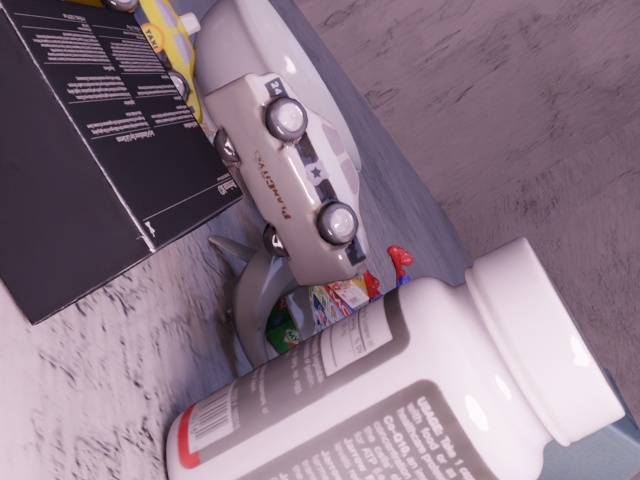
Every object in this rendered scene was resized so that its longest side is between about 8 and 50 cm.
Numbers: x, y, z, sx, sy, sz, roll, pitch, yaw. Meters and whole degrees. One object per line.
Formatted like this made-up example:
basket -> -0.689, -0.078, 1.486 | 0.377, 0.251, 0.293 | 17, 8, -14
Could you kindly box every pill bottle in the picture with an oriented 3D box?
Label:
pill bottle -> 0.051, 0.126, 0.673 | 0.161, 0.283, 0.161 | 55, 13, -19

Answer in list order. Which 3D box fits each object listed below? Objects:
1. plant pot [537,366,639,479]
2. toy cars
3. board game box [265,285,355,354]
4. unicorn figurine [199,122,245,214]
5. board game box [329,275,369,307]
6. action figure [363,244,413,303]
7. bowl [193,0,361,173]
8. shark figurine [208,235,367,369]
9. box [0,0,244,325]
plant pot -> 0.257, 0.248, 1.367 | 0.252, 0.248, 0.247 | 38, 17, -12
toy cars -> -0.086, -0.121, 0.861 | 0.393, 0.087, 0.176 | 40, -36, 23
board game box -> 0.045, 0.167, 1.132 | 0.317, 0.046, 0.213 | 55, 14, -20
unicorn figurine -> -0.123, -0.079, 1.036 | 0.162, 0.060, 0.111 | 48, 4, 36
board game box -> 0.000, 0.000, 1.152 | 0.154, 0.026, 0.103 | 46, 21, -42
action figure -> 0.142, 0.145, 1.243 | 0.139, 0.091, 0.280 | 39, 21, -36
bowl -> -0.079, -0.182, 1.256 | 0.298, 0.134, 0.298 | 56, 12, -19
shark figurine -> -0.033, 0.039, 0.915 | 0.166, 0.116, 0.278 | 29, 31, -6
box -> -0.166, -0.068, 0.701 | 0.184, 0.103, 0.261 | 56, 12, -4
